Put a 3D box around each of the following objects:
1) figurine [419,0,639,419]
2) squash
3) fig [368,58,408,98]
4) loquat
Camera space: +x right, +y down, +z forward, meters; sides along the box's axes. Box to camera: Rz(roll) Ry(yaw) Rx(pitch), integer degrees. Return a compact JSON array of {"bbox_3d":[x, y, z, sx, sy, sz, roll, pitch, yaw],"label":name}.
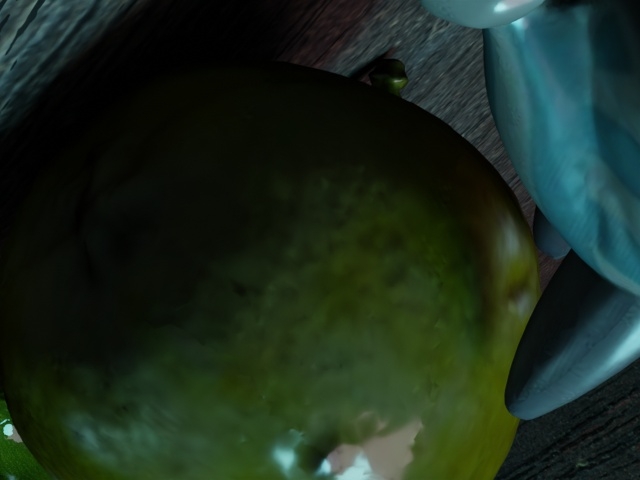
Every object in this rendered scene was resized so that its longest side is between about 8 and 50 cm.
[{"bbox_3d":[0.164,-0.046,0.581,0.361,0.266,0.378,-5,132,-43],"label":"figurine"},{"bbox_3d":[-0.204,0.147,1.147,0.069,0.069,0.258,-37,168,-8],"label":"squash"},{"bbox_3d":[0.000,0.000,1.033,0.203,0.203,0.235,-20,129,-58],"label":"fig"},{"bbox_3d":[-0.027,0.032,0.811,0.276,0.276,0.284,-40,144,9],"label":"loquat"}]
